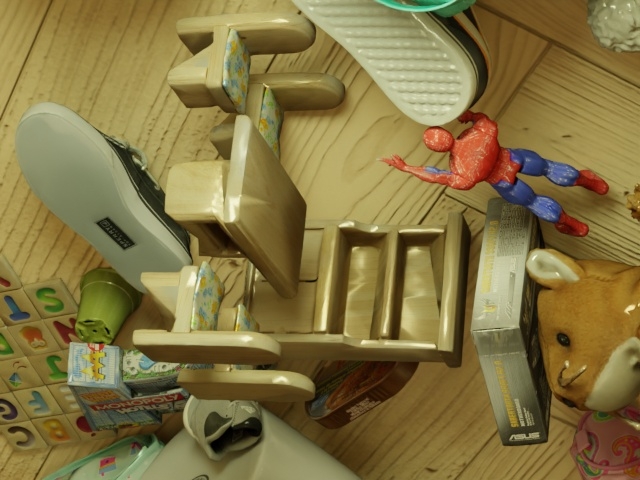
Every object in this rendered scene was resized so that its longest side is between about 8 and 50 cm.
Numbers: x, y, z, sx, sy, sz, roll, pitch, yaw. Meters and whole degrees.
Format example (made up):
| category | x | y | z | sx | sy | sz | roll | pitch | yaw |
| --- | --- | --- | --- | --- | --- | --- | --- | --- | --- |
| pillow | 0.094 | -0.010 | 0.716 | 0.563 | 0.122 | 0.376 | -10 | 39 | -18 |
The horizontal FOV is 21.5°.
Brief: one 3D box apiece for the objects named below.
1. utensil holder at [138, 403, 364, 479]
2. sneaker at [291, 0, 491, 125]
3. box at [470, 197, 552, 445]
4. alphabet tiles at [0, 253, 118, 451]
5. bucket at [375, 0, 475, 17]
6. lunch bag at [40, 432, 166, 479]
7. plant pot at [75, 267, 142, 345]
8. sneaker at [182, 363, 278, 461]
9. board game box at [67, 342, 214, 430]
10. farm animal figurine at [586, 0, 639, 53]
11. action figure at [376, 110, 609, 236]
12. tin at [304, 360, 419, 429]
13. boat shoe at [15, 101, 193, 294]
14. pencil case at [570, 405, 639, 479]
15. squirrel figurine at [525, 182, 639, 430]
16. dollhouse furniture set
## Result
| category | x | y | z | sx | sy | sz | roll | pitch | yaw |
| --- | --- | --- | --- | --- | --- | --- | --- | --- | --- |
| utensil holder | -0.040 | 0.435 | 2.220 | 0.327 | 0.327 | 0.385 | -32 | 118 | 34 |
| sneaker | 0.056 | -0.262 | 1.744 | 0.126 | 0.127 | 0.321 | -36 | 90 | 29 |
| box | 0.225 | 0.090 | 1.923 | 0.056 | 0.231 | 0.183 | -6 | 129 | 17 |
| alphabet tiles | -0.423 | 0.160 | 2.290 | 0.285 | 0.011 | 0.342 | -11 | 127 | 22 |
| bucket | 0.098 | -0.352 | 1.554 | 0.183 | 0.281 | 0.281 | 27 | 131 | -16 |
| lunch bag | -0.267 | 0.405 | 2.371 | 0.262 | 0.160 | 0.223 | -30 | 114 | 20 |
| plant pot | -0.279 | 0.091 | 2.148 | 0.083 | 0.079 | 0.083 | 7 | 131 | 8 |
| sneaker | -0.083 | 0.179 | 2.096 | 0.086 | 0.132 | 0.228 | 22 | 106 | -26 |
| board game box | -0.241 | 0.184 | 2.171 | 0.194 | 0.060 | 0.194 | -8 | 156 | 14 |
| farm animal figurine | 0.325 | -0.339 | 1.564 | 0.327 | 0.172 | 0.330 | -26 | 120 | 31 |
| action figure | 0.179 | -0.085 | 1.827 | 0.139 | 0.091 | 0.280 | 27 | -176 | 41 |
| tin | 0.055 | 0.170 | 2.120 | 0.040 | 0.106 | 0.190 | 34 | 131 | -26 |
| boat shoe | -0.245 | -0.066 | 1.989 | 0.113 | 0.105 | 0.306 | -25 | 127 | 26 |
| pencil case | 0.394 | 0.343 | 2.177 | 0.124 | 0.124 | 0.284 | -2 | 132 | 15 |
| squirrel figurine | 0.414 | 0.043 | 1.791 | 0.370 | 0.397 | 0.281 | 3 | 163 | 45 |
| dollhouse furniture set | 0.000 | 0.000 | 1.832 | 0.256 | 0.362 | 0.394 | 0 | 158 | 16 |
